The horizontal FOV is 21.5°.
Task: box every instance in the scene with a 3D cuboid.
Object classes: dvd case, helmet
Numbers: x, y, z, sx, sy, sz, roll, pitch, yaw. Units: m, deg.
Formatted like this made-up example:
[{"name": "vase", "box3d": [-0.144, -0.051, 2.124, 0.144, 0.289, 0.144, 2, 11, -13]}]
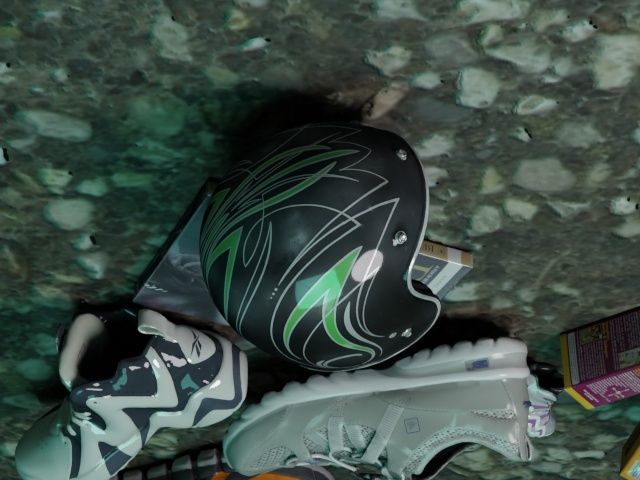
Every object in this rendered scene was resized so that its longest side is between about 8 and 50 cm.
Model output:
[{"name": "dvd case", "box3d": [-0.016, 0.030, 1.321, 0.221, 0.018, 0.164, 15, 143, -20]}, {"name": "helmet", "box3d": [0.000, 0.000, 1.157, 0.169, 0.169, 0.161, -9, 145, 14]}]

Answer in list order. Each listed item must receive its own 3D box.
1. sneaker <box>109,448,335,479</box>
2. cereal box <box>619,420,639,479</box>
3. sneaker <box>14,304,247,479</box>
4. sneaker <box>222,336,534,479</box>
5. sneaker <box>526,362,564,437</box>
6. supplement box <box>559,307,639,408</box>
[{"name": "sneaker", "box3d": [-0.136, 0.304, 1.575, 0.321, 0.180, 0.124, -13, 143, 18]}, {"name": "cereal box", "box3d": [0.392, 0.175, 1.388, 0.240, 0.047, 0.173, 26, 119, 0]}, {"name": "sneaker", "box3d": [-0.193, 0.120, 1.388, 0.235, 0.094, 0.153, -21, 139, 28]}, {"name": "sneaker", "box3d": [0.045, 0.163, 1.402, 0.281, 0.115, 0.105, -18, 167, 24]}, {"name": "sneaker", "box3d": [0.195, 0.135, 1.452, 0.069, 0.038, 0.098, -22, 140, 30]}, {"name": "supplement box", "box3d": [0.243, 0.096, 1.381, 0.083, 0.055, 0.043, -21, 140, 30]}]
